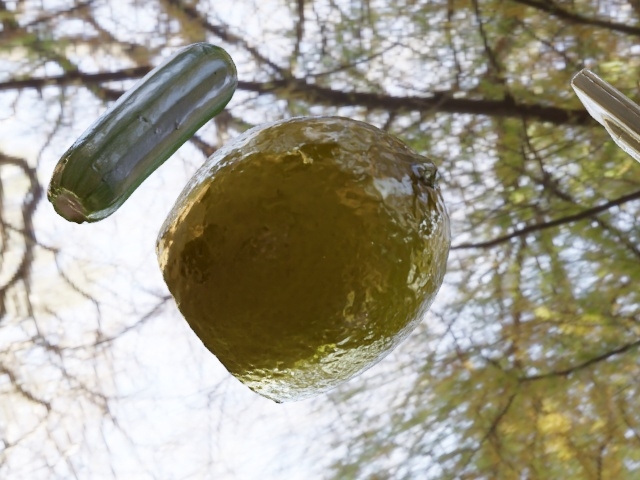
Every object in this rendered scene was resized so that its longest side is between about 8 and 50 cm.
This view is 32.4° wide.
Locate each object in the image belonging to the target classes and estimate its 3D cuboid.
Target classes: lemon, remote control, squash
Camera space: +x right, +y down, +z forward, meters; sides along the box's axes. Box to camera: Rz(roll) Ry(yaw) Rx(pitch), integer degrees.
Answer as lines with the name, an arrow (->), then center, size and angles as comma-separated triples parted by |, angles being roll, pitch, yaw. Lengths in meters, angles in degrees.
lemon -> 0.000, 0.000, 1.379 | 0.364, 0.364, 0.364 | 12, -72, 39
remote control -> 0.405, -0.136, 1.408 | 0.049, 0.090, 0.230 | -43, -136, 7
squash -> -0.138, -0.094, 0.895 | 0.066, 0.229, 0.066 | 18, -45, 19
